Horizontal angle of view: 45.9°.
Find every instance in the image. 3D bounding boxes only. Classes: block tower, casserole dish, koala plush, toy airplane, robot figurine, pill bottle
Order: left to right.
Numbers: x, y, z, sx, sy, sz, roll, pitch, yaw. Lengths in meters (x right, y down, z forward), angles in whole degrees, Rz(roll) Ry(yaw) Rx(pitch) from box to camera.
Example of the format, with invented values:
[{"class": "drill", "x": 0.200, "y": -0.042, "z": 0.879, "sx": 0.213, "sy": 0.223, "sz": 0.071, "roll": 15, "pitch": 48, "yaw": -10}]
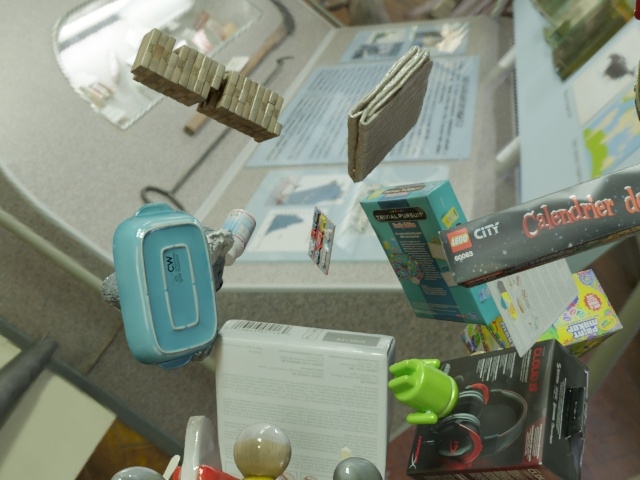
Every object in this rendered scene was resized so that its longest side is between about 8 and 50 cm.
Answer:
[{"class": "casserole dish", "x": -0.164, "y": 0.051, "z": 0.837, "sx": 0.114, "sy": 0.037, "sz": 0.188, "roll": -12, "pitch": 96, "yaw": -43}, {"class": "koala plush", "x": -0.246, "y": 0.063, "z": 1.330, "sx": 0.203, "sy": 0.221, "sz": 0.196, "roll": 42, "pitch": -16, "yaw": -25}, {"class": "block tower", "x": -0.233, "y": -0.322, "z": 1.604, "sx": 0.335, "sy": 0.091, "sz": 0.097, "roll": 25, "pitch": 73, "yaw": -32}, {"class": "pill bottle", "x": -0.242, "y": -0.006, "z": 2.096, "sx": 0.087, "sy": 0.087, "sz": 0.160, "roll": 35, "pitch": 46, "yaw": -13}, {"class": "toy airplane", "x": -0.107, "y": 0.353, "z": 1.028, "sx": 0.386, "sy": 0.384, "sz": 0.272, "roll": 28, "pitch": 39, "yaw": -15}, {"class": "robot figurine", "x": 0.151, "y": 0.213, "z": 1.085, "sx": 0.115, "sy": 0.067, "sz": 0.101, "roll": 31, "pitch": 47, "yaw": -27}]

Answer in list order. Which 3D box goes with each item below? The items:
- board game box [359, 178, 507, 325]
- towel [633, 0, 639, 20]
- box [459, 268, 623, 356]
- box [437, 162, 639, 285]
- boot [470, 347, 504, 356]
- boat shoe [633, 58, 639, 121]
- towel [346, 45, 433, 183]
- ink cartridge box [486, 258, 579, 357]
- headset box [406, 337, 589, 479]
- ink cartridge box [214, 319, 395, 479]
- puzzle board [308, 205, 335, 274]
[{"class": "board game box", "x": 0.259, "y": 0.030, "z": 1.761, "sx": 0.079, "sy": 0.254, "sz": 0.336, "roll": -35, "pitch": 107, "yaw": -27}, {"class": "towel", "x": 0.467, "y": -0.290, "z": 0.766, "sx": 0.275, "sy": 0.199, "sz": 0.031, "roll": 22, "pitch": 54, "yaw": 32}, {"class": "box", "x": 0.568, "y": 0.240, "z": 1.981, "sx": 0.290, "sy": 0.279, "sz": 0.177, "roll": -12, "pitch": 66, "yaw": -19}, {"class": "box", "x": 0.220, "y": -0.017, "z": 0.615, "sx": 0.159, "sy": 0.233, "sz": 0.044, "roll": 16, "pitch": 56, "yaw": -75}, {"class": "boot", "x": 0.354, "y": 0.269, "z": 1.524, "sx": 0.213, "sy": 0.077, "sz": 0.165, "roll": 60, "pitch": 28, "yaw": -24}, {"class": "boat shoe", "x": 0.434, "y": -0.168, "z": 0.978, "sx": 0.048, "sy": 0.056, "sz": 0.153, "roll": -100, "pitch": 173, "yaw": -81}, {"class": "towel", "x": 0.115, "y": -0.219, "z": 1.340, "sx": 0.049, "sy": 0.187, "sz": 0.282, "roll": 41, "pitch": -13, "yaw": 12}, {"class": "ink cartridge box", "x": 0.264, "y": 0.051, "z": 0.999, "sx": 0.179, "sy": 0.045, "sz": 0.145, "roll": -33, "pitch": 100, "yaw": -38}, {"class": "headset box", "x": 0.301, "y": 0.295, "z": 1.233, "sx": 0.110, "sy": 0.293, "sz": 0.218, "roll": 39, "pitch": 51, "yaw": -27}, {"class": "ink cartridge box", "x": -0.026, "y": 0.343, "z": 1.350, "sx": 0.308, "sy": 0.385, "sz": 0.091, "roll": 4, "pitch": 18, "yaw": 14}, {"class": "puzzle board", "x": 0.000, "y": 0.000, "z": 1.690, "sx": 0.011, "sy": 0.128, "sz": 0.096, "roll": -6, "pitch": 31, "yaw": -26}]
